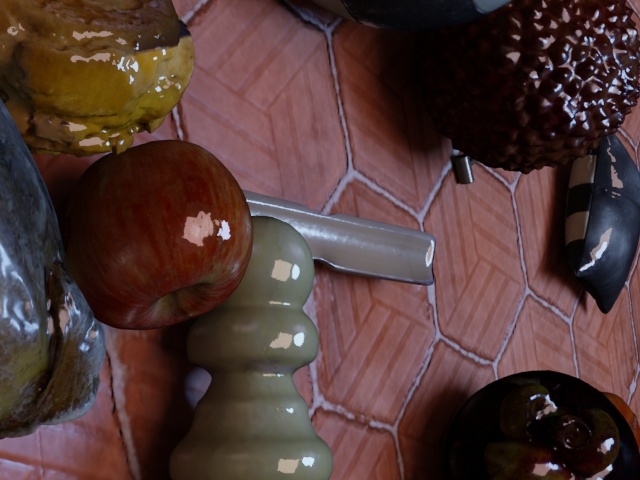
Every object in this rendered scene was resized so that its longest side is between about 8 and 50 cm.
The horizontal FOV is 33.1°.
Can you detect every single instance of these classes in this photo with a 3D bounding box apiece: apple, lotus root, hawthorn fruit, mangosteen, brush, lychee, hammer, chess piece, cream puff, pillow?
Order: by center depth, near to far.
[{"bbox_3d":[-0.253,-0.031,0.617,0.175,0.175,0.350,-41,113,-48],"label":"lotus root"},{"bbox_3d":[-0.182,-0.129,0.743,0.189,0.129,0.189,21,33,-15],"label":"cream puff"},{"bbox_3d":[-0.122,-0.008,0.812,0.146,0.146,0.131,11,54,-53],"label":"apple"},{"bbox_3d":[-0.059,0.104,0.897,0.144,0.144,0.251,14,71,-53],"label":"chess piece"},{"bbox_3d":[0.000,0.000,1.066,0.321,0.050,0.060,12,79,-45],"label":"brush"},{"bbox_3d":[0.256,0.247,1.215,0.265,0.228,0.228,86,19,-61],"label":"mangosteen"},{"bbox_3d":[0.236,-0.208,1.226,0.300,0.264,0.264,-17,100,-63],"label":"lychee"},{"bbox_3d":[0.200,-0.104,1.376,0.110,0.019,0.036,-36,115,-56],"label":"hammer"},{"bbox_3d":[0.399,0.280,1.523,0.128,0.128,0.128,8,80,-54],"label":"hawthorn fruit"},{"bbox_3d":[0.420,-0.033,1.595,0.186,0.106,0.250,36,60,-55],"label":"pillow"}]

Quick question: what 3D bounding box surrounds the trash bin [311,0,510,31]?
[{"bbox_3d":[0.092,-0.419,1.046,0.280,0.280,0.432,27,61,-50],"label":"trash bin"}]
